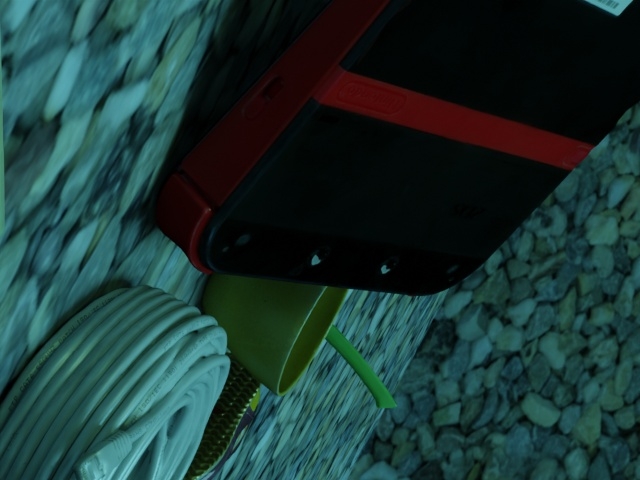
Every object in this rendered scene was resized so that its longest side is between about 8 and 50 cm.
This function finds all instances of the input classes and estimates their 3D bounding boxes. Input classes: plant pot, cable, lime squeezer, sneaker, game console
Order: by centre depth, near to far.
[{"bbox_3d":[-0.157,0.154,1.130,0.257,0.089,0.257,-51,166,-48],"label":"cable"},{"bbox_3d":[0.090,-0.094,1.196,0.342,0.060,0.386,-49,151,21],"label":"game console"},{"bbox_3d":[-0.043,0.050,1.377,0.134,0.095,0.134,-59,170,-18],"label":"plant pot"},{"bbox_3d":[0.000,0.000,1.454,0.059,0.110,0.310,-21,107,-75],"label":"lime squeezer"},{"bbox_3d":[-0.107,0.187,1.492,0.185,0.069,0.084,-50,159,-44],"label":"sneaker"}]

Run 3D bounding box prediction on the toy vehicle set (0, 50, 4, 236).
[{"bbox_3d":[-0.188,-0.033,0.646,0.166,0.035,0.267,-55,167,-35],"label":"toy vehicle set"}]
